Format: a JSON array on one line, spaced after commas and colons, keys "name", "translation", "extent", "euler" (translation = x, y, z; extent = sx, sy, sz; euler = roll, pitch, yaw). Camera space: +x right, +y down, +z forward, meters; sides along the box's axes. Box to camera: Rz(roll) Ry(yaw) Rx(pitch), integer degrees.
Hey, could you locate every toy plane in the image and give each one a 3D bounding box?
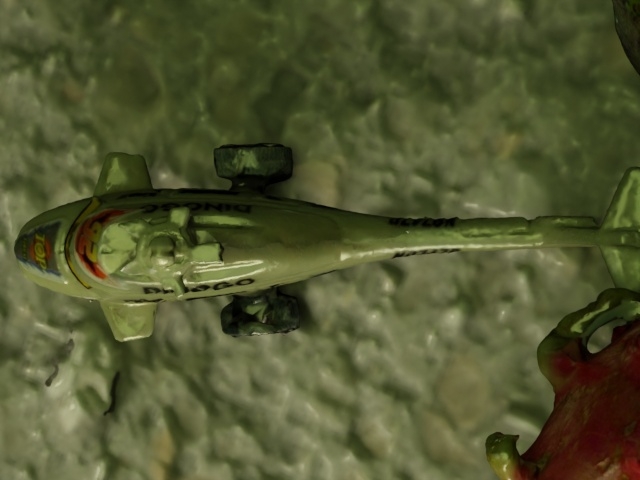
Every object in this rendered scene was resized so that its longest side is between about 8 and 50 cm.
[{"name": "toy plane", "translation": [0.000, 0.000, 0.817], "extent": [0.286, 0.108, 0.092], "euler": [-1, 91, 5]}]

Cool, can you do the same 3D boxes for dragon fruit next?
[{"name": "dragon fruit", "translation": [0.143, 0.103, 0.732], "extent": [0.172, 0.166, 0.160], "euler": [-50, 58, 4]}]

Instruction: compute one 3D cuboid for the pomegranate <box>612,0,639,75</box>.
[{"name": "pomegranate", "translation": [0.193, -0.111, 0.748], "extent": [0.125, 0.163, 0.138], "euler": [-16, 69, 56]}]
